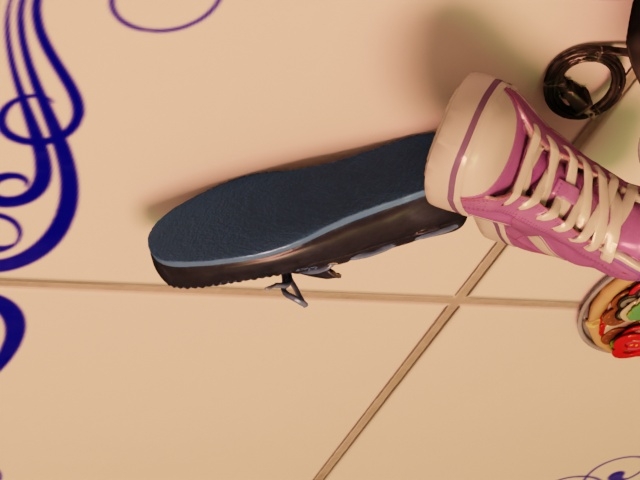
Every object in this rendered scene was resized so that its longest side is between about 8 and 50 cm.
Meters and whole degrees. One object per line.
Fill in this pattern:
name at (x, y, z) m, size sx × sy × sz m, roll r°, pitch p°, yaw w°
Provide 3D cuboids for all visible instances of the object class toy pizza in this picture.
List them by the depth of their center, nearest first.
toy pizza at (0.347, 0.063, 1.474) m, size 0.201 × 0.032 × 0.201 m, roll -10°, pitch 146°, yaw -7°

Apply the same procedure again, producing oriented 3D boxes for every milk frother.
milk frother at (0.236, -0.094, 1.107) m, size 0.129 × 0.135 × 0.143 m, roll 36°, pitch 125°, yaw -12°

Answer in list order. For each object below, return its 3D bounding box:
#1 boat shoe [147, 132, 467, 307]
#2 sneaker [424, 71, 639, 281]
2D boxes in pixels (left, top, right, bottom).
boat shoe at (0.000, 0.000, 1.179) m, size 0.258 × 0.109 × 0.089 m, roll -11°, pitch 136°, yaw 0°
sneaker at (0.180, -0.039, 1.109) m, size 0.161 × 0.102 × 0.282 m, roll 22°, pitch 180°, yaw 23°
